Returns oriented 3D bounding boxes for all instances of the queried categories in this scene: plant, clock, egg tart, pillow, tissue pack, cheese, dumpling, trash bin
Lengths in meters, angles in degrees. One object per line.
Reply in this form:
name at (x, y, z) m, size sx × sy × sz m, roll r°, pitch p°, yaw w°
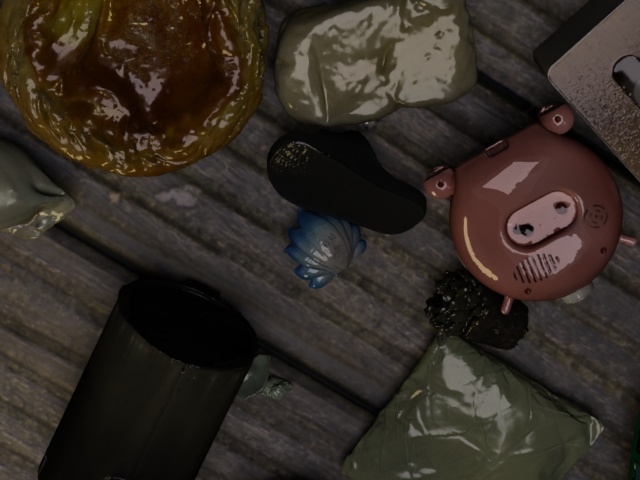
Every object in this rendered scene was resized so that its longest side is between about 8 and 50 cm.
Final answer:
plant at (0.211, 0.092, 1.776) m, size 0.143 × 0.092 × 0.094 m, roll 22°, pitch 137°, yaw -12°
clock at (0.279, -0.028, 1.692) m, size 0.227 × 0.142 × 0.241 m, roll -28°, pitch 93°, yaw 9°
egg tart at (-0.231, -0.252, 1.636) m, size 0.352 × 0.150 × 0.351 m, roll -1°, pitch 114°, yaw -1°
pillow at (0.214, 0.298, 1.854) m, size 0.281 × 0.076 × 0.274 m, roll 31°, pitch 107°, yaw -9°
tissue pack at (0.409, -0.190, 1.666) m, size 0.159 × 0.136 × 0.246 m, roll -43°, pitch 104°, yaw 12°
cheese at (0.066, -0.236, 1.673) m, size 0.263 × 0.093 × 0.159 m, roll -12°, pitch 105°, yaw 5°
dumpling at (-0.442, -0.063, 1.718) m, size 0.229 × 0.124 × 0.151 m, roll 23°, pitch 144°, yaw -16°
trash bin at (-0.230, 0.226, 1.745) m, size 0.203 × 0.252 × 0.301 m, roll 23°, pitch 111°, yaw -10°

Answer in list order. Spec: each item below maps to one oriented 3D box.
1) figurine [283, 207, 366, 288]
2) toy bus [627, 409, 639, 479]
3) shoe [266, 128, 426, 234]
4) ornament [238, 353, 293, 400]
figurine at (0.000, 0.000, 1.760) m, size 0.114 × 0.079 × 0.114 m, roll 0°, pitch 91°, yaw -7°
toy bus at (0.527, 0.373, 1.812) m, size 0.184 × 0.199 × 0.343 m, roll -3°, pitch 108°, yaw -20°
shoe at (0.032, -0.091, 1.727) m, size 0.241 × 0.093 × 0.108 m, roll 24°, pitch 136°, yaw -28°
ornament at (-0.089, 0.194, 1.837) m, size 0.068 × 0.041 × 0.092 m, roll -40°, pitch 93°, yaw -12°
